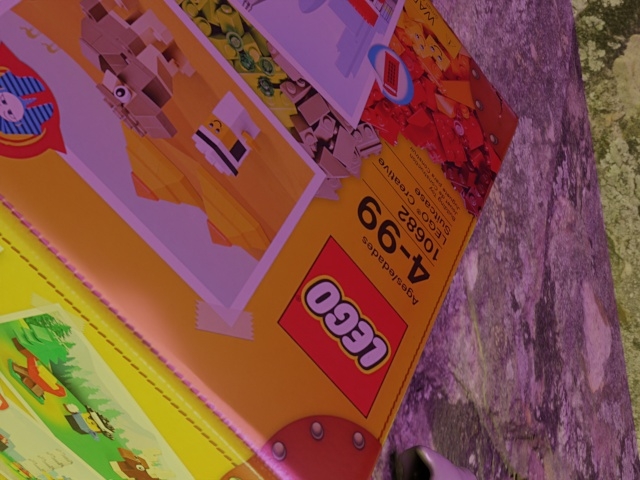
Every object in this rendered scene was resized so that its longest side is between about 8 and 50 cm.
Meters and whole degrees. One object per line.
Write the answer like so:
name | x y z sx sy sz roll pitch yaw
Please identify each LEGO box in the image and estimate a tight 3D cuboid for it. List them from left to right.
LEGO box | -0.144 -0.123 0.505 0.500 0.193 0.372 48 43 -17

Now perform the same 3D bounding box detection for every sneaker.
sneaker | 0.116 0.397 1.147 0.129 0.111 0.297 44 41 -27

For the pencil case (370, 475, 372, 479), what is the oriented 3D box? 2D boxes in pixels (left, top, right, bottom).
pencil case | 0.031 0.318 1.002 0.098 0.095 0.209 -30 113 -76
